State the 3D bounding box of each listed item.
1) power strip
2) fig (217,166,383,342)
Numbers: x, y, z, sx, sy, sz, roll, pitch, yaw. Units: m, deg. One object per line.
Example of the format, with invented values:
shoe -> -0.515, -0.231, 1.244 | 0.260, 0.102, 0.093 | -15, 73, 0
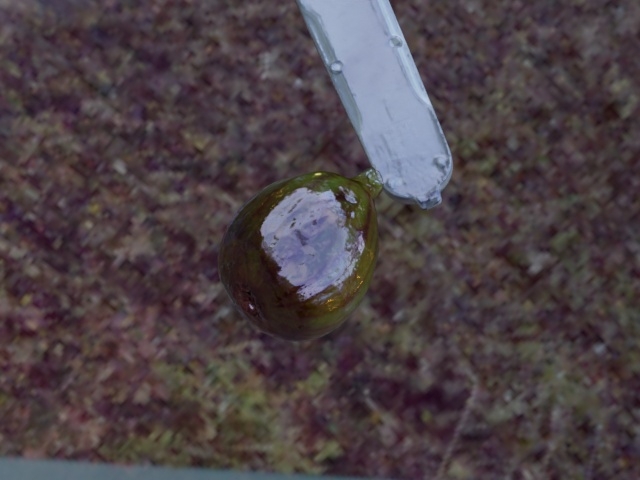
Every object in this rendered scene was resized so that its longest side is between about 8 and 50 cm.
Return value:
power strip -> 0.046, -0.158, 1.310 | 0.048, 0.080, 0.286 | 44, 22, -81
fig -> 0.000, 0.000, 1.022 | 0.154, 0.103, 0.109 | -39, 82, -29
